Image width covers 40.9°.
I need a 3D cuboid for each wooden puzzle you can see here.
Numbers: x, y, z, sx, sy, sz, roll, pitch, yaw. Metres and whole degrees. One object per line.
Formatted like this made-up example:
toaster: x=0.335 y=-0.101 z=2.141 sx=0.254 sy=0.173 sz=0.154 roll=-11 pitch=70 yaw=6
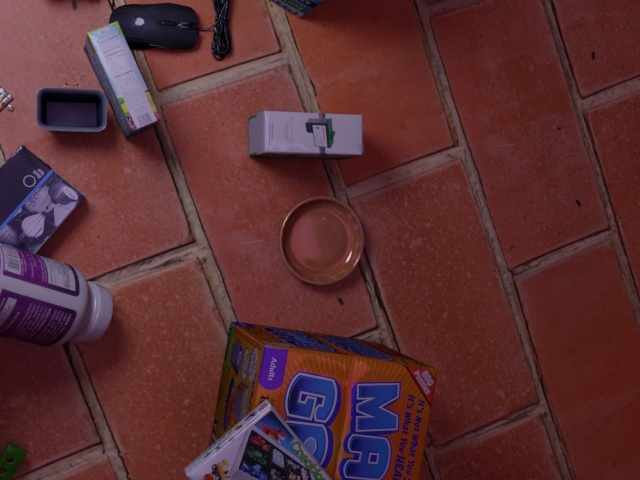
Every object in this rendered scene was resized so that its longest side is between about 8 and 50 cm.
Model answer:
wooden puzzle: x=-0.660 y=-0.291 z=1.742 sx=0.083 sy=0.006 sz=0.049 roll=44 pitch=80 yaw=-14

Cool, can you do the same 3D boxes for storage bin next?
storage bin: x=-0.507 y=-0.267 z=1.746 sx=0.135 sy=0.091 sz=0.098 roll=-1 pitch=92 yaw=-18

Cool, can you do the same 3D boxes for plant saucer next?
plant saucer: x=0.000 y=0.000 z=1.938 sx=0.199 sy=0.037 sz=0.200 roll=0 pitch=91 yaw=-17

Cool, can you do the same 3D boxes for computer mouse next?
computer mouse: x=-0.309 y=-0.490 z=1.813 sx=0.261 sy=0.060 sz=0.184 roll=4 pitch=92 yaw=-17

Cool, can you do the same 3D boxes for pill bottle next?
pill bottle: x=-0.559 y=0.112 z=1.659 sx=0.301 sy=0.169 sz=0.169 roll=25 pitch=84 yaw=-46

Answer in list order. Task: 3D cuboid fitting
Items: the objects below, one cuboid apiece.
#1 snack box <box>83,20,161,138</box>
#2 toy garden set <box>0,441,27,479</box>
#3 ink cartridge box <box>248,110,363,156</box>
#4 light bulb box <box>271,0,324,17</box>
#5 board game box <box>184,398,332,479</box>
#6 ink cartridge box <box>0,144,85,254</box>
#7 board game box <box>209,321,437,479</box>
snack box: x=-0.401 y=-0.318 z=1.732 sx=0.070 sy=0.174 sz=0.207 roll=-27 pitch=100 yaw=-15
toy garden set: x=-0.754 y=0.451 z=1.721 sx=0.244 sy=0.049 sz=0.204 roll=35 pitch=87 yaw=-20
ink cartridge box: x=-0.033 y=-0.225 z=1.855 sx=0.219 sy=0.160 sz=0.093 roll=-1 pitch=92 yaw=-18
light bulb box: x=-0.097 y=-0.657 z=1.715 sx=0.357 sy=0.361 sz=0.225 roll=27 pitch=86 yaw=-16
board game box: x=-0.076 y=0.466 z=1.553 sx=0.193 sy=0.053 sz=0.305 roll=-39 pitch=101 yaw=-10
ink cartridge box: x=-0.646 y=-0.017 z=1.729 sx=0.165 sy=0.065 sz=0.333 roll=40 pitch=82 yaw=-15
board game box: x=-0.015 y=0.387 z=1.780 sx=0.356 sy=0.356 sz=0.357 roll=10 pitch=89 yaw=-16
